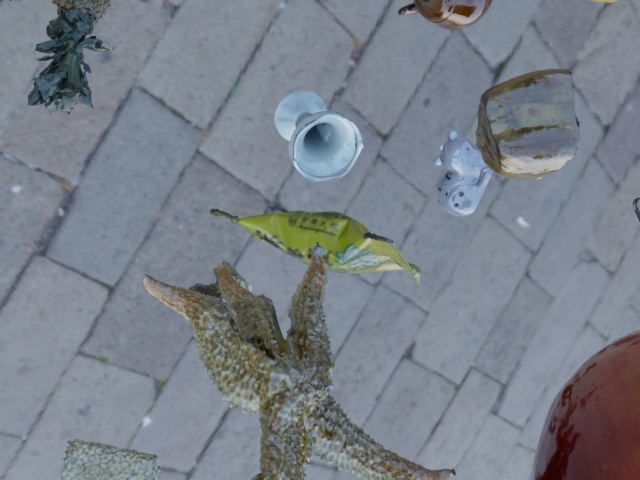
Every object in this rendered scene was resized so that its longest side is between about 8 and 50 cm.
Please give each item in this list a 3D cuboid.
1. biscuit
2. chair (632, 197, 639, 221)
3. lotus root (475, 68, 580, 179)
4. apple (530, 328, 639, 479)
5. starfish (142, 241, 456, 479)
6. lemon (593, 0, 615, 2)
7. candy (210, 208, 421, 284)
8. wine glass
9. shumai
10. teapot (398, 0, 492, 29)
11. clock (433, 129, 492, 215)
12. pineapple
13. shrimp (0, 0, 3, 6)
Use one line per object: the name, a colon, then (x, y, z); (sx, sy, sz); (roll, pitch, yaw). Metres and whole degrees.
biscuit: (-0.363, 0.397, 1.603); (0.070, 0.168, 0.082); (136, -33, -79)
chair: (0.386, 0.030, 0.824); (0.140, 0.145, 0.221); (110, -15, -60)
lotus root: (0.284, -0.145, 1.260); (0.135, 0.095, 0.159); (-9, 124, -20)
apple: (0.233, 0.200, 0.628); (0.163, 0.251, 0.293); (-7, 114, -3)
starfish: (-0.024, 0.118, 0.901); (0.301, 0.293, 0.084); (0, 141, -40)
lemon: (0.350, -0.349, 1.120); (0.114, 0.114, 0.155); (-54, 166, -10)
candy: (0.000, 0.000, 1.364); (0.187, 0.297, 0.081); (35, 71, -62)
wine glass: (-0.012, -0.241, 2.044); (0.165, 0.196, 0.165); (-10, 124, -14)
shumai: (-0.176, 0.122, 1.756); (0.105, 0.139, 0.123); (-32, 144, -24)
teapot: (0.182, -0.355, 1.312); (0.116, 0.173, 0.116); (7, 77, -35)
clock: (0.282, -0.134, 1.892); (0.080, 0.117, 0.176); (-65, 176, -59)
pineapple: (-0.437, -0.361, 1.615); (0.130, 0.119, 0.277); (24, 66, -54)
shrimp: (-0.476, -0.382, 1.374); (0.065, 0.165, 0.056); (48, 56, -40)
